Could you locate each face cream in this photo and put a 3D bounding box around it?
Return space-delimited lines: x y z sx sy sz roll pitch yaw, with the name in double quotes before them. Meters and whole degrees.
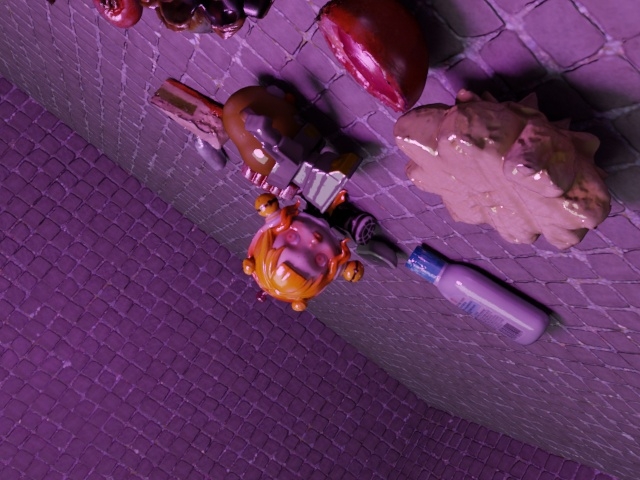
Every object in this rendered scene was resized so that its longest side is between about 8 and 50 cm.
"face cream" 0.355 0.123 1.316 0.336 0.080 0.163 32 165 12

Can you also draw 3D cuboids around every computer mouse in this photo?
"computer mouse" 0.155 0.033 1.517 0.089 0.056 0.181 38 171 -14

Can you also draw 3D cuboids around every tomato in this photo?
"tomato" 0.080 -0.257 0.738 0.173 0.099 0.189 44 -173 -16

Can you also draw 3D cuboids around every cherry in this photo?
"cherry" -0.382 -0.457 1.072 0.225 0.090 0.107 44 162 59

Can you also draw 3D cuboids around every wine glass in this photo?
"wine glass" -0.334 -0.285 1.591 0.074 0.074 0.262 27 164 27

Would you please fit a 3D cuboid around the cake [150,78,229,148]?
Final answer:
"cake" -0.308 -0.319 1.388 0.220 0.086 0.116 38 165 -11

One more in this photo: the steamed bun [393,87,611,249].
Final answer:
"steamed bun" 0.244 -0.111 0.769 0.292 0.137 0.295 28 171 10

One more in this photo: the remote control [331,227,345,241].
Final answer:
"remote control" 0.000 0.000 1.748 0.103 0.055 0.277 36 166 -1

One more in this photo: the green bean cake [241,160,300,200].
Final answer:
"green bean cake" -0.105 -0.157 1.258 0.135 0.136 0.056 26 122 -11

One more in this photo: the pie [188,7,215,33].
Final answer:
"pie" -0.260 -0.451 0.965 0.240 0.054 0.240 31 166 9

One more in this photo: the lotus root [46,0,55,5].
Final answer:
"lotus root" -0.665 -0.638 1.206 0.167 0.078 0.329 54 -178 17

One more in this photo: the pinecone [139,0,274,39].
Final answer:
"pinecone" -0.140 -0.359 0.611 0.257 0.244 0.243 17 177 -35

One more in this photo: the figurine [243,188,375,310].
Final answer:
"figurine" -0.044 0.015 1.379 0.320 0.323 0.196 39 163 -9

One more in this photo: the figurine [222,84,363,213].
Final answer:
"figurine" -0.067 -0.190 1.117 0.285 0.167 0.342 35 165 -1
